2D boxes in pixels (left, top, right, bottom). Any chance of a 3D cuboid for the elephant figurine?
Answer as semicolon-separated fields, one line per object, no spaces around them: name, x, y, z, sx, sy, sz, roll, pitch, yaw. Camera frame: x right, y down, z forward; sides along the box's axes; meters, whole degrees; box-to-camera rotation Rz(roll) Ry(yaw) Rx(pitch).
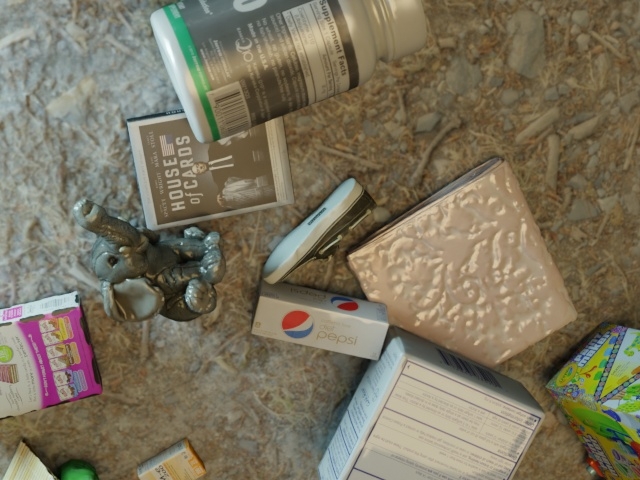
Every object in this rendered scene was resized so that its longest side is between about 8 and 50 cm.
elephant figurine;-0.276;0.037;1.651;0.239;0.169;0.186;9;96;-21

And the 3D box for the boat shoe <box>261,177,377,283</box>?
boat shoe;0.000;0.000;1.751;0.219;0.078;0.070;-44;111;1

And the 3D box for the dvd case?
dvd case;-0.168;-0.122;1.695;0.238;0.029;0.179;-12;110;-11

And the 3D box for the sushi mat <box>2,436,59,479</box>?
sushi mat;-0.508;0.492;1.756;0.019;0.151;0.317;15;106;-53

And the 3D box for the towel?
towel;0.243;0.072;1.851;0.316;0.053;0.332;-30;112;-2

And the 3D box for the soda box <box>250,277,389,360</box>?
soda box;-0.001;0.128;1.772;0.216;0.069;0.074;13;113;-5

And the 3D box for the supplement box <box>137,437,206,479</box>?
supplement box;-0.251;0.387;1.838;0.098;0.036;0.062;-31;112;-2

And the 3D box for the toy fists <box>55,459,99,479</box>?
toy fists;-0.417;0.504;1.778;0.096;0.142;0.279;20;103;-19

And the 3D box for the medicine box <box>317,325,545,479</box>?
medicine box;0.175;0.333;1.792;0.263;0.149;0.289;24;100;-11

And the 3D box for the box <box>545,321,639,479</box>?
box;0.596;0.321;1.883;0.177;0.279;0.290;-44;113;-18

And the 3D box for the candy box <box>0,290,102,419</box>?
candy box;-0.472;0.186;1.697;0.233;0.071;0.159;-13;111;-10

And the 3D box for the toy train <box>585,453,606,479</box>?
toy train;0.503;0.468;2.055;0.125;0.046;0.166;40;92;-21

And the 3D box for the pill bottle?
pill bottle;-0.044;-0.294;1.574;0.360;0.204;0.204;-22;112;-7
